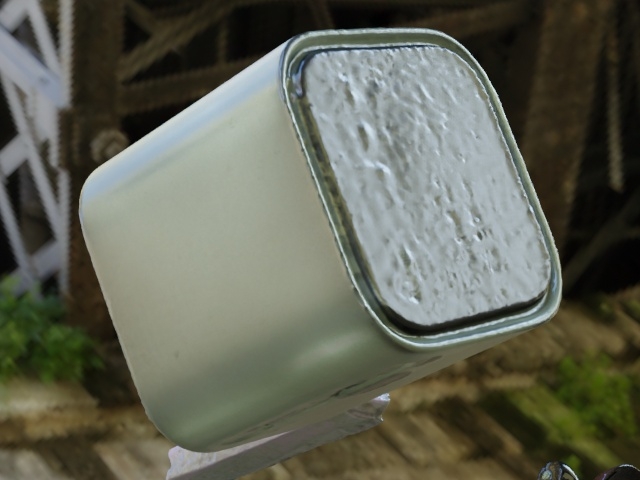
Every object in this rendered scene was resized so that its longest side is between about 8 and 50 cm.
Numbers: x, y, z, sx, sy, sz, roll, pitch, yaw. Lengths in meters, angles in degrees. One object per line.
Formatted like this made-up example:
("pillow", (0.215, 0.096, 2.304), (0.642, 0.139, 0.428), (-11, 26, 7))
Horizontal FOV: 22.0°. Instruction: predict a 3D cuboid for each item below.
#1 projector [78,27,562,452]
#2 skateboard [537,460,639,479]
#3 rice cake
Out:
("projector", (0.000, 0.000, 1.266), (0.249, 0.248, 0.248), (-28, -12, 40))
("skateboard", (0.160, 0.197, 0.908), (0.067, 0.080, 0.151), (36, -124, -38))
("rice cake", (-0.061, 0.237, 1.994), (0.072, 0.056, 0.365), (22, -36, -38))
